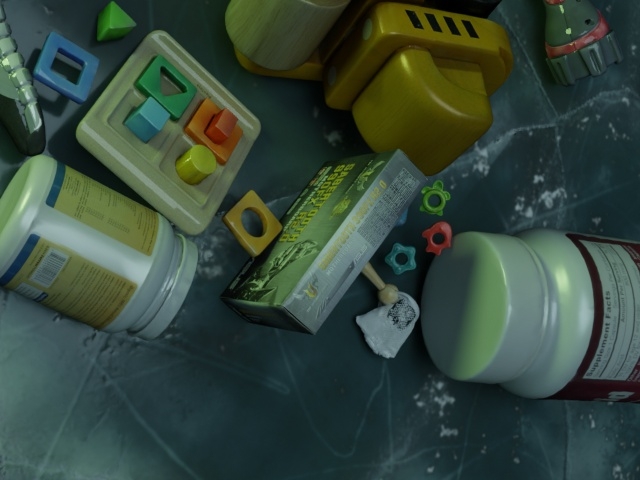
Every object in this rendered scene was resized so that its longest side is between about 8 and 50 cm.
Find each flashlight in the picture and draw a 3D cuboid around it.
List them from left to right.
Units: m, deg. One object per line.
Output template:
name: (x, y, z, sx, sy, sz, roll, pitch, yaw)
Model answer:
flashlight: (0.320, -0.370, 1.363, 0.103, 0.103, 0.304, -32, 105, -20)

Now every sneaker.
sneaker: (-0.382, -0.181, 1.027, 0.132, 0.086, 0.229, -21, 89, -20)

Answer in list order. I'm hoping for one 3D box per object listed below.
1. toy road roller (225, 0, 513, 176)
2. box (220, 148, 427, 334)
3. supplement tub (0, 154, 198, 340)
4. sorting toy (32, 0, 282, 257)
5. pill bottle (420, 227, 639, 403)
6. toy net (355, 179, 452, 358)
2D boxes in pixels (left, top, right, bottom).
toy road roller: (0.070, -0.213, 1.139, 0.329, 0.202, 0.241, 3, 64, -25)
box: (0.000, 0.000, 1.152, 0.056, 0.183, 0.231, 43, 72, -19)
supplement tub: (-0.247, 0.013, 1.047, 0.199, 0.144, 0.144, 29, 77, -25)
sorting toy: (-0.158, -0.129, 1.116, 0.347, 0.047, 0.196, 42, 48, -20)
pill bottle: (0.347, 0.102, 1.302, 0.392, 0.224, 0.224, 7, 86, -26)
toy net: (0.105, 0.035, 1.265, 0.122, 0.045, 0.232, 2, 99, 2)
